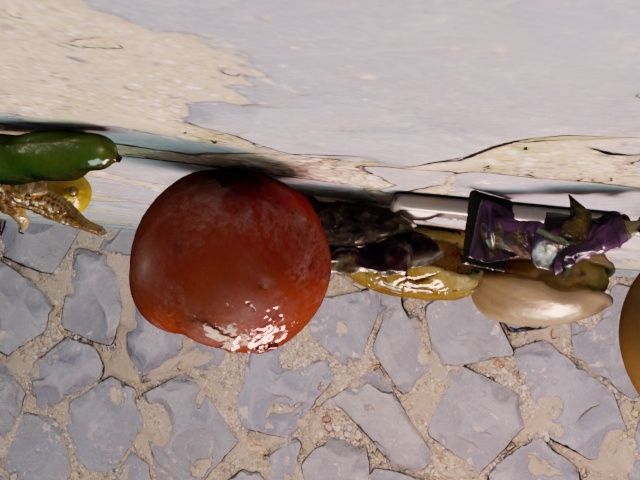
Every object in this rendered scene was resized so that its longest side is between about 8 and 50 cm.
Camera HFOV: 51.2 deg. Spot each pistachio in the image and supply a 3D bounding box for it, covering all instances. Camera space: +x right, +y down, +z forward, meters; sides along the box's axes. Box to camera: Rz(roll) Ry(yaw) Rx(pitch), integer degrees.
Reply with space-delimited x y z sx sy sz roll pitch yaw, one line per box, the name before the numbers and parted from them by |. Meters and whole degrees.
pistachio | 0.427 0.091 1.313 0.288 0.166 0.197 4 161 39

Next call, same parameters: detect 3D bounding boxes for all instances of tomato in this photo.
tomato | -0.091 0.016 0.704 0.208 0.184 0.208 15 177 1

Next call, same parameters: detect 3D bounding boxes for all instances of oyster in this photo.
oyster | 0.001 -0.011 0.876 0.271 0.100 0.275 0 -177 -36

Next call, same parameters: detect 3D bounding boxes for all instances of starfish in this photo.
starfish | -0.368 -0.054 0.782 0.236 0.062 0.277 20 160 4

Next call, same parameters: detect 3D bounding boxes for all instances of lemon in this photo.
lemon | -0.330 -0.062 0.869 0.062 0.062 0.083 7 179 -30

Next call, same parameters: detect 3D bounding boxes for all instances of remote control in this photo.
remote control | 0.212 -0.028 0.787 0.261 0.029 0.067 6 177 0

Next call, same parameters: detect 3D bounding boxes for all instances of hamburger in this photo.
hamburger | 0.165 0.039 1.236 0.309 0.132 0.211 7 180 10

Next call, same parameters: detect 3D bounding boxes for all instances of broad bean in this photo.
broad bean | -0.322 -0.082 0.559 0.292 0.049 0.144 7 176 -22

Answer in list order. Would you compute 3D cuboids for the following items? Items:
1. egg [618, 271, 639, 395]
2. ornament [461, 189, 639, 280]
egg | 0.457 0.102 0.692 0.250 0.250 0.322 6 171 2
ornament | 0.250 -0.004 0.655 0.203 0.088 0.081 1 176 39
